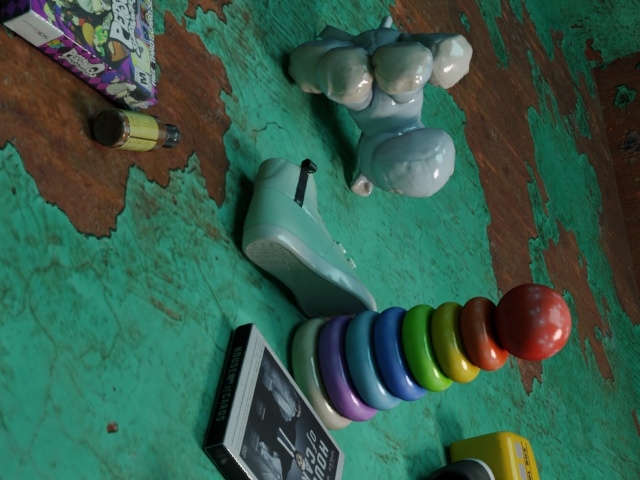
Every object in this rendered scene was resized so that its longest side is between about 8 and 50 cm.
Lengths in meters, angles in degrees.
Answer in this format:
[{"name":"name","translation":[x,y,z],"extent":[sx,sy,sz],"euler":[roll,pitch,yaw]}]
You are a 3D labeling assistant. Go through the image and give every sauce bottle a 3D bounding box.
[{"name":"sauce bottle","translation":[-0.186,-0.111,1.382],"extent":[0.128,0.042,0.042],"euler":[5,70,-68]}]

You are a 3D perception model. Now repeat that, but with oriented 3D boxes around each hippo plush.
[{"name":"hippo plush","translation":[0.075,-0.173,1.901],"extent":[0.294,0.234,0.236],"euler":[29,-52,60]}]

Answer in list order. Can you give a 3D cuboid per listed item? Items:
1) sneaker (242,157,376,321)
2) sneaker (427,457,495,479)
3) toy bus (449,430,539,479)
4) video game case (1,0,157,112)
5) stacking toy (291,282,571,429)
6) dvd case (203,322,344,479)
[{"name":"sneaker","translation":[0.000,0.000,1.660],"extent":[0.256,0.094,0.151],"euler":[46,41,-45]},{"name":"sneaker","translation":[0.213,0.443,1.857],"extent":[0.147,0.104,0.295],"euler":[24,47,-59]},{"name":"toy bus","translation":[0.280,0.460,1.982],"extent":[0.130,0.108,0.332],"euler":[31,47,-58]},{"name":"video game case","translation":[-0.243,-0.274,1.362],"extent":[0.210,0.042,0.232],"euler":[35,43,-55]},{"name":"stacking toy","translation":[0.138,0.124,1.592],"extent":[0.141,0.330,0.141],"euler":[49,32,-46]},{"name":"dvd case","translation":[-0.044,0.235,1.486],"extent":[0.238,0.029,0.179],"euler":[57,28,-33]}]
